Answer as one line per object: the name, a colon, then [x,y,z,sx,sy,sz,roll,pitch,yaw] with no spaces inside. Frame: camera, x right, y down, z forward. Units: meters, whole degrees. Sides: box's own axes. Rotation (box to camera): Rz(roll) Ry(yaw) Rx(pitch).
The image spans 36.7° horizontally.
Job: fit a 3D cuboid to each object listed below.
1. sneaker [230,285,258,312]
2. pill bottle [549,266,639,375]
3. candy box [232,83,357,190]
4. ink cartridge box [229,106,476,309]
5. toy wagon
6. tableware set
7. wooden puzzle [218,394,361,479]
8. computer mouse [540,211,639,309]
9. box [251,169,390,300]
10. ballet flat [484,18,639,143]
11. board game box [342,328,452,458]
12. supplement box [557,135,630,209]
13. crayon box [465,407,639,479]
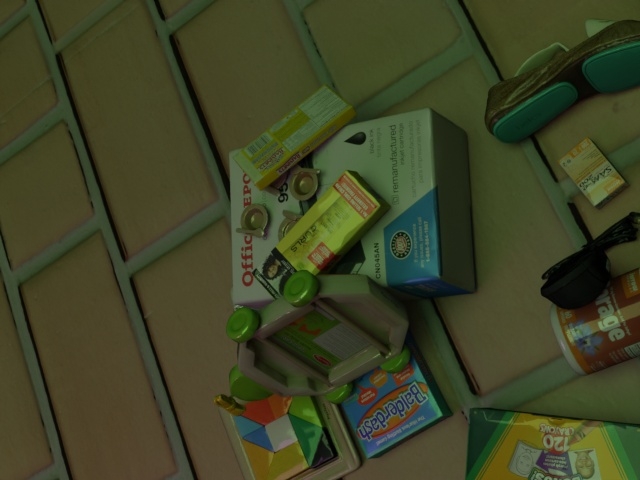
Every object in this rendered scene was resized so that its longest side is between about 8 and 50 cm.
sneaker: [-0.132,0.143,1.775,0.057,0.075,0.161,-35,67,20]
pill bottle: [0.459,0.108,1.421,0.216,0.121,0.121,-26,70,23]
candy box: [-0.044,-0.174,1.616,0.206,0.027,0.105,-38,42,-2]
ink cartridge box: [0.047,-0.038,1.652,0.394,0.166,0.286,-9,76,29]
toy wagon: [-0.032,0.175,1.553,0.344,0.267,0.068,-32,42,23]
tableware set: [-0.066,-0.063,1.612,0.141,0.020,0.169,13,88,32]
wooden puzzle: [-0.065,0.347,1.720,0.238,0.044,0.221,-33,68,21]
computer mouse: [0.410,0.033,1.402,0.184,0.262,0.060,-37,86,14]
box: [0.000,0.000,1.532,0.232,0.058,0.087,-46,76,15]
ballet flat: [0.410,-0.277,1.537,0.342,0.116,0.124,-28,50,27]
board game box: [0.106,0.240,1.640,0.160,0.047,0.210,-35,67,20]
supplement box: [0.430,-0.106,1.523,0.062,0.036,0.098,-42,65,18]
crayon box: [0.362,0.348,1.457,0.278,0.081,0.166,1,82,29]
